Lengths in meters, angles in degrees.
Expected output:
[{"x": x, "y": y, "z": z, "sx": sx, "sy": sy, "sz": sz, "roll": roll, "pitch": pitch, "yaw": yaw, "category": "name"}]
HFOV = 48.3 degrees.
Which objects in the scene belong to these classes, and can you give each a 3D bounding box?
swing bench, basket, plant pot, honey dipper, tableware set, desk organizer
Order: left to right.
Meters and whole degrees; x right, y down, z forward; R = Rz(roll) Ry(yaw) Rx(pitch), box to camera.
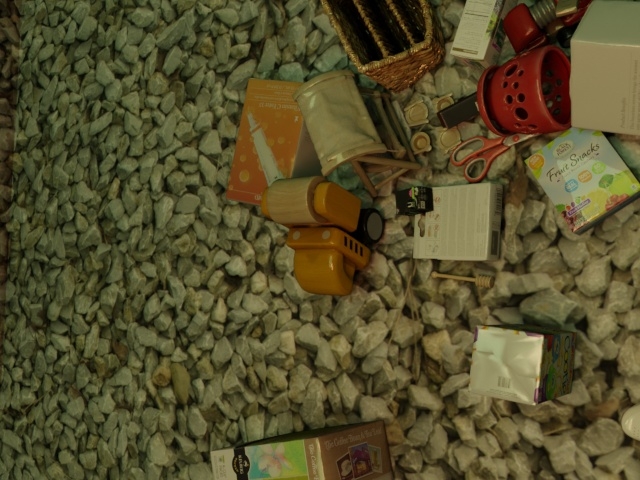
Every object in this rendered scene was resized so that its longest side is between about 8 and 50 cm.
[{"x": 0.091, "y": -0.276, "z": 1.802, "sx": 0.165, "sy": 0.254, "sz": 0.253, "roll": -32, "pitch": 63, "yaw": 25, "category": "swing bench"}, {"x": 0.168, "y": -0.566, "z": 1.820, "sx": 0.213, "sy": 0.223, "sz": 0.299, "roll": -33, "pitch": 68, "yaw": 25, "category": "basket"}, {"x": 0.287, "y": -0.296, "z": 1.835, "sx": 0.141, "sy": 0.020, "sz": 0.169, "roll": -13, "pitch": 78, "yaw": 30, "category": "tableware set"}, {"x": 0.345, "y": 0.091, "z": 1.752, "sx": 0.160, "sy": 0.030, "sz": 0.030, "roll": 8, "pitch": 89, "yaw": 35, "category": "honey dipper"}, {"x": 0.356, "y": -0.326, "z": 1.764, "sx": 0.130, "sy": 0.050, "sz": 0.047, "roll": -28, "pitch": 103, "yaw": 1, "category": "desk organizer"}, {"x": 0.468, "y": -0.330, "z": 1.626, "sx": 0.174, "sy": 0.191, "sz": 0.191, "roll": -7, "pitch": 81, "yaw": 47, "category": "plant pot"}]

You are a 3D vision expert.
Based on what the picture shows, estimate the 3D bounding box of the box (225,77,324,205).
[{"x": -0.103, "y": -0.257, "z": 1.987, "sx": 0.215, "sy": 0.168, "sz": 0.345, "roll": 11, "pitch": 91, "yaw": 32, "category": "box"}]

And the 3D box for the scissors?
[{"x": 0.452, "y": -0.248, "z": 1.725, "sx": 0.297, "sy": 0.021, "sz": 0.109, "roll": -34, "pitch": 67, "yaw": 26, "category": "scissors"}]

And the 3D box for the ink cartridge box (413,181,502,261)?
[{"x": 0.338, "y": -0.044, "z": 1.771, "sx": 0.232, "sy": 0.066, "sz": 0.189, "roll": -1, "pitch": 84, "yaw": 53, "category": "ink cartridge box"}]

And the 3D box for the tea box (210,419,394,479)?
[{"x": -0.034, "y": 0.585, "z": 1.759, "sx": 0.323, "sy": 0.329, "sz": 0.220, "roll": -18, "pitch": 75, "yaw": 30, "category": "tea box"}]

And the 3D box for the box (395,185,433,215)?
[{"x": 0.238, "y": -0.100, "z": 1.813, "sx": 0.083, "sy": 0.052, "sz": 0.062, "roll": -11, "pitch": 78, "yaw": 49, "category": "box"}]

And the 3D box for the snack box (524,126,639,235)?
[{"x": 0.590, "y": -0.144, "z": 1.599, "sx": 0.174, "sy": 0.070, "sz": 0.207, "roll": -38, "pitch": 65, "yaw": 23, "category": "snack box"}]

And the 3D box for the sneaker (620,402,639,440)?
[{"x": 0.748, "y": 0.376, "z": 1.410, "sx": 0.297, "sy": 0.129, "sz": 0.111, "roll": -1, "pitch": 86, "yaw": 33, "category": "sneaker"}]

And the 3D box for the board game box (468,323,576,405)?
[{"x": 0.439, "y": 0.257, "z": 1.528, "sx": 0.144, "sy": 0.275, "sz": 0.142, "roll": 5, "pitch": 87, "yaw": 33, "category": "board game box"}]

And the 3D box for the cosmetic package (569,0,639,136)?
[{"x": 0.741, "y": -0.324, "z": 1.403, "sx": 0.453, "sy": 0.230, "sz": 0.161, "roll": 15, "pitch": 55, "yaw": 31, "category": "cosmetic package"}]

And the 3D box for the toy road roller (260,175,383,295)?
[{"x": 0.000, "y": 0.000, "z": 1.801, "sx": 0.202, "sy": 0.329, "sz": 0.240, "roll": -1, "pitch": 68, "yaw": 37, "category": "toy road roller"}]

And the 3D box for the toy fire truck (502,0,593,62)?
[{"x": 0.512, "y": -0.498, "z": 1.581, "sx": 0.217, "sy": 0.246, "sz": 0.158, "roll": -29, "pitch": 70, "yaw": 26, "category": "toy fire truck"}]

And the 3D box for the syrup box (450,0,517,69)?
[{"x": 0.407, "y": -0.547, "z": 1.743, "sx": 0.096, "sy": 0.093, "sz": 0.237, "roll": 19, "pitch": 95, "yaw": 32, "category": "syrup box"}]
